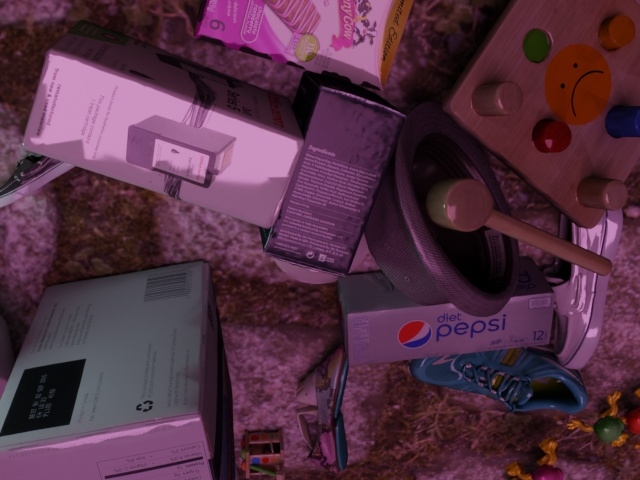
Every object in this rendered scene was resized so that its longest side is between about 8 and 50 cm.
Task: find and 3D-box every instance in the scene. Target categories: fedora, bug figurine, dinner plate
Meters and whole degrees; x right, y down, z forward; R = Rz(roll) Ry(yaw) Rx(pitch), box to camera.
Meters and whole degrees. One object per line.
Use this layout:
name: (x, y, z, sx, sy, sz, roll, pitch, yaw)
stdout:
fedora: (0.137, -0.025, 0.989, 0.124, 0.243, 0.275, -22, 108, 39)
bug figurine: (0.405, 0.328, 1.200, 0.279, 0.072, 0.216, -41, 148, 14)
dinner plate: (0.000, 0.000, 1.068, 0.141, 0.017, 0.141, -3, 117, -5)

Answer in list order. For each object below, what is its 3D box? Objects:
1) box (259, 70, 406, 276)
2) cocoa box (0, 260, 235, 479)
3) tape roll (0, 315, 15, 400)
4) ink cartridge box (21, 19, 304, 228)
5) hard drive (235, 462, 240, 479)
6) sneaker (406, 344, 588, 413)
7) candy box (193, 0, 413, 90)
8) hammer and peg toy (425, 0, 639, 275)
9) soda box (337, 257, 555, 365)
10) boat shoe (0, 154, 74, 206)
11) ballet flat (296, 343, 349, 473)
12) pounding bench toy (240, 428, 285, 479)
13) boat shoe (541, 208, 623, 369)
box: (0.006, -0.086, 0.942, 0.108, 0.153, 0.207, 17, 107, -13)
cocoa box: (-0.232, 0.215, 0.957, 0.231, 0.347, 0.228, -9, 116, -3)
tape roll: (-0.521, 0.178, 0.953, 0.286, 0.100, 0.286, -17, 157, -8)
ink cartridge box: (-0.168, -0.135, 0.883, 0.273, 0.198, 0.114, 18, 110, -15)
hard drive: (-0.238, 0.415, 1.216, 0.233, 0.047, 0.353, -9, 116, -2)
sneaker: (0.263, 0.192, 1.137, 0.275, 0.110, 0.107, 9, 114, -10)
candy box: (-0.015, -0.283, 0.902, 0.233, 0.071, 0.159, 12, 112, -13)
hammer and peg toy: (0.275, -0.135, 0.920, 0.266, 0.127, 0.361, 35, 85, -20)
soda box: (0.170, 0.097, 1.086, 0.286, 0.098, 0.091, -5, 120, -4)
boat shoe: (-0.353, -0.089, 0.969, 0.142, 0.049, 0.040, -30, 109, 0)
ballet flat: (0.003, 0.252, 1.161, 0.079, 0.077, 0.221, 6, 116, 12)
pounding bench toy: (-0.088, 0.332, 1.174, 0.065, 0.083, 0.052, -1, 115, -7)
boat shoe: (0.354, 0.059, 1.104, 0.084, 0.095, 0.258, 4, 104, -4)
